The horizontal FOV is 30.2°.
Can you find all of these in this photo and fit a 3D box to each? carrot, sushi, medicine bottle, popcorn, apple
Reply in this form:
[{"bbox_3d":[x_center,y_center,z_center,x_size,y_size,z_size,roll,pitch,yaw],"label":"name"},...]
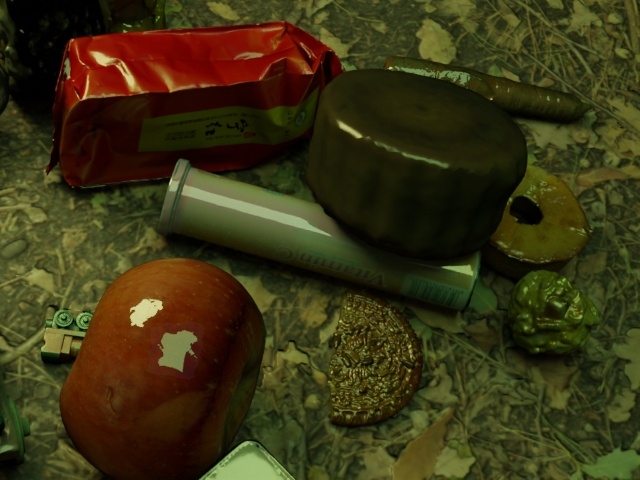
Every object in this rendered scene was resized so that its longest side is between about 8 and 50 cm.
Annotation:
[{"bbox_3d":[0.261,-0.229,1.842,0.343,0.070,0.070,10,54,-8],"label":"carrot"},{"bbox_3d":[-0.368,-0.393,1.663,0.285,0.328,0.328,-24,56,-21],"label":"sushi"},{"bbox_3d":[0.000,0.000,1.606,0.426,0.108,0.108,16,54,-3],"label":"medicine bottle"},{"bbox_3d":[0.306,0.101,1.595,0.106,0.116,0.120,-40,113,-23],"label":"popcorn"},{"bbox_3d":[-0.181,0.149,1.368,0.207,0.251,0.271,19,78,5],"label":"apple"}]

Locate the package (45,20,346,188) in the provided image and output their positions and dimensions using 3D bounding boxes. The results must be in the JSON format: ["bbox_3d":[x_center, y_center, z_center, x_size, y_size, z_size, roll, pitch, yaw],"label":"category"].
[{"bbox_3d":[-0.170,-0.188,1.639,0.424,0.196,0.123,-9,57,-19],"label":"package"}]

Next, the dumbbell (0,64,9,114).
[{"bbox_3d":[-0.531,-0.110,1.516,0.179,0.179,0.406,15,53,-2],"label":"dumbbell"}]

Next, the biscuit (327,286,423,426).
[{"bbox_3d":[0.074,0.154,1.557,0.126,0.025,0.206,11,55,-5],"label":"biscuit"}]

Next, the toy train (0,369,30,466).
[{"bbox_3d":[-0.419,0.140,1.339,0.150,0.221,0.304,-11,60,-22],"label":"toy train"}]

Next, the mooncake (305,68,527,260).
[{"bbox_3d":[0.123,-0.105,1.574,0.291,0.161,0.290,12,31,-8],"label":"mooncake"}]

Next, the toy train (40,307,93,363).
[{"bbox_3d":[-0.296,0.125,1.487,0.103,0.044,0.064,7,58,-5],"label":"toy train"}]

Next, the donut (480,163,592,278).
[{"bbox_3d":[0.289,-0.023,1.699,0.174,0.074,0.190,-16,57,-21],"label":"donut"}]

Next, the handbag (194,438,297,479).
[{"bbox_3d":[-0.042,0.422,1.268,0.237,0.160,0.358,-40,71,-24],"label":"handbag"}]
